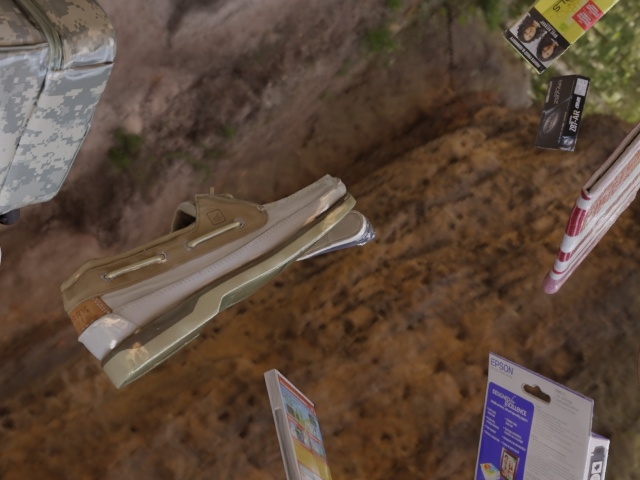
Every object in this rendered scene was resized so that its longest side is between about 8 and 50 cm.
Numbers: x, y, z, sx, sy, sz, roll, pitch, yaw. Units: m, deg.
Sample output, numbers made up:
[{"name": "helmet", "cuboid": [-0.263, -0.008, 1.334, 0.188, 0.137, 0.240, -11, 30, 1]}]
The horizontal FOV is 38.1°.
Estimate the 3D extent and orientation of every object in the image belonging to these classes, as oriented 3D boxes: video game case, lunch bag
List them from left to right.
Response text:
[{"name": "lunch bag", "cuboid": [-0.397, -0.166, 0.987, 0.256, 0.212, 0.305, -27, 161, -50]}, {"name": "video game case", "cuboid": [-0.024, 0.387, 1.621, 0.025, 0.285, 0.204, -22, 146, 10]}]

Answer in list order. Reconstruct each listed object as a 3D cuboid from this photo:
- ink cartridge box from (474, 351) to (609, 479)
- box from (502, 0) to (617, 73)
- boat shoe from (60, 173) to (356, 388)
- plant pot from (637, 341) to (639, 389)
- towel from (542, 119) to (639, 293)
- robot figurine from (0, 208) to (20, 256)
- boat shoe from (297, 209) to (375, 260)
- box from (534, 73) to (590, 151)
[{"name": "ink cartridge box", "cuboid": [0.295, 0.276, 1.249, 0.045, 0.208, 0.206, -3, -166, -29]}, {"name": "box", "cuboid": [0.382, -0.358, 1.365, 0.232, 0.087, 0.058, -43, -174, 19]}, {"name": "boat shoe", "cuboid": [-0.090, 0.005, 0.831, 0.302, 0.103, 0.113, -35, 175, -38]}, {"name": "plant pot", "cuboid": [0.451, 0.154, 0.963, 0.237, 0.237, 0.110, -46, 179, 30]}, {"name": "towel", "cuboid": [0.430, -0.069, 1.397, 0.237, 0.037, 0.329, -47, 159, -17]}, {"name": "robot figurine", "cuboid": [-0.533, -0.010, 1.264, 0.278, 0.209, 0.174, 116, -17, -65]}, {"name": "boat shoe", "cuboid": [0.000, 0.000, 1.593, 0.206, 0.075, 0.065, -14, 156, 31]}, {"name": "box", "cuboid": [0.272, -0.144, 1.045, 0.067, 0.018, 0.083, -146, -112, -76]}]
